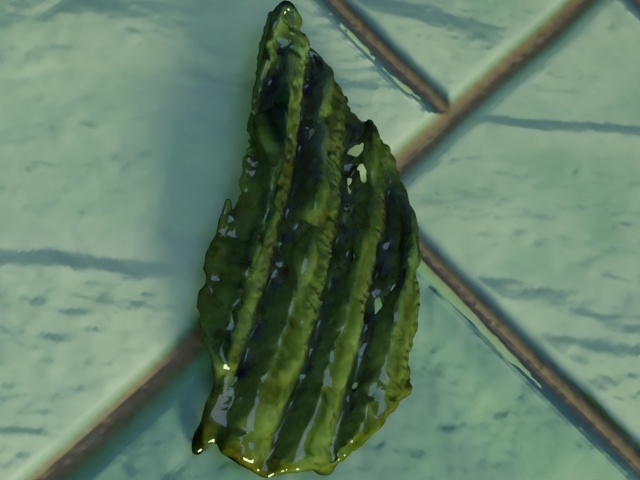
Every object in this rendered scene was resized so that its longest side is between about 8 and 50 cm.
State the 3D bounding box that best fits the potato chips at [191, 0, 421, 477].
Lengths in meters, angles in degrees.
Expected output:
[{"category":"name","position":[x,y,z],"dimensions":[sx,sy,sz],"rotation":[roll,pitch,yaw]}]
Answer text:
[{"category":"potato chips","position":[0.000,0.000,0.741],"dimensions":[0.092,0.028,0.207],"rotation":[17,60,-15]}]
